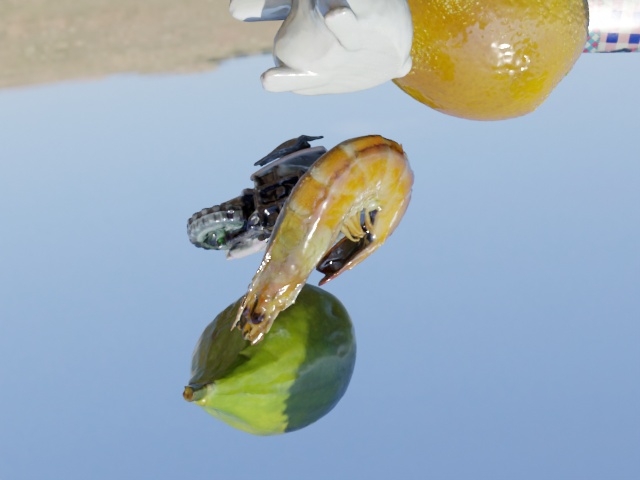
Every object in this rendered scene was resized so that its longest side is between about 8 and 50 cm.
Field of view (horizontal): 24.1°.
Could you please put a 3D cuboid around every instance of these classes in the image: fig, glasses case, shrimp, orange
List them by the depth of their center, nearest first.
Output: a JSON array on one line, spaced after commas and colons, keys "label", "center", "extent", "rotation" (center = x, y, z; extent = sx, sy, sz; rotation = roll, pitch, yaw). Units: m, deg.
[{"label": "shrimp", "center": [0.000, 0.000, 1.478], "extent": [0.150, 0.248, 0.068], "rotation": [35, -169, -47]}, {"label": "orange", "center": [0.165, -0.236, 1.580], "extent": [0.236, 0.236, 0.236], "rotation": [-6, -168, 1]}, {"label": "glasses case", "center": [0.321, -0.302, 1.901], "extent": [0.327, 0.125, 0.076], "rotation": [0, -159, -2]}, {"label": "fig", "center": [-0.102, 0.168, 2.189], "extent": [0.314, 0.233, 0.233], "rotation": [6, -177, -35]}]

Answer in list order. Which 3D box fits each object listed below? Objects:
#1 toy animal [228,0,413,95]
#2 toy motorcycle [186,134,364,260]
[{"label": "toy animal", "center": [-0.017, -0.261, 1.344], "extent": [0.138, 0.282, 0.140], "rotation": [-10, 155, -32]}, {"label": "toy motorcycle", "center": [-0.017, -0.043, 2.067], "extent": [0.327, 0.143, 0.188], "rotation": [-23, 152, 24]}]
